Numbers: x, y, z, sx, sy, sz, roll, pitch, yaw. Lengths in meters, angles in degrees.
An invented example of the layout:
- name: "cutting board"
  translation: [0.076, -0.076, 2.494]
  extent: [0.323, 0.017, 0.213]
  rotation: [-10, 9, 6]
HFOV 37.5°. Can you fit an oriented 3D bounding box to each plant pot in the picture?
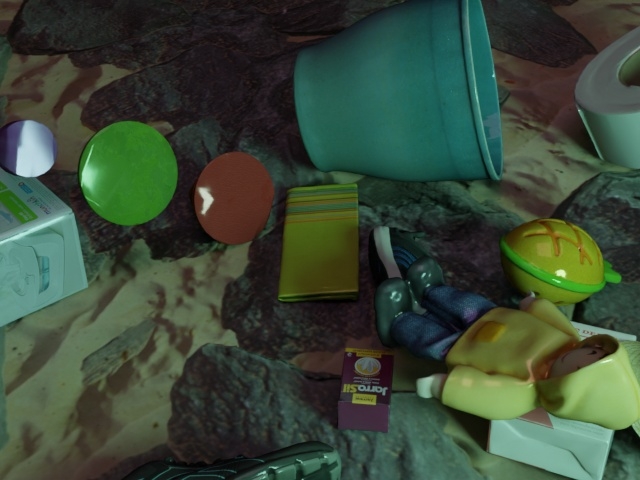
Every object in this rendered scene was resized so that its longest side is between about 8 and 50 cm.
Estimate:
- name: "plant pot"
  translation: [0.106, -0.201, 1.315]
  extent: [0.255, 0.272, 0.272]
  rotation: [-7, 34, 16]

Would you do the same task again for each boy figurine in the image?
- name: "boy figurine"
  translation: [0.172, 0.107, 0.905]
  extent: [0.177, 0.092, 0.285]
  rotation: [-28, 30, -27]

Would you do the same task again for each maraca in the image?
- name: "maraca"
  translation: [0.286, 0.024, 1.123]
  extent: [0.185, 0.099, 0.127]
  rotation: [-3, 35, -49]

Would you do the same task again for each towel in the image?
- name: "towel"
  translation: [0.000, 0.000, 1.229]
  extent: [0.102, 0.021, 0.237]
  rotation: [-5, 36, 5]

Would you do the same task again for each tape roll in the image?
- name: "tape roll"
  translation: [0.513, -0.224, 1.348]
  extent: [0.286, 0.100, 0.286]
  rotation: [-27, 27, 15]

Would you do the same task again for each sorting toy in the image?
- name: "sorting toy"
  translation: [-0.243, -0.082, 1.205]
  extent: [0.365, 0.127, 0.126]
  rotation: [12, -2, -34]

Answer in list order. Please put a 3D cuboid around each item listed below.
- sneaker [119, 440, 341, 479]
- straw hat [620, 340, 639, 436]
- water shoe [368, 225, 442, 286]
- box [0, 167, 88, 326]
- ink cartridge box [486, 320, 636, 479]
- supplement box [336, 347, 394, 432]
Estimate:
- name: "sneaker"
  translation: [-0.110, 0.228, 0.845]
  extent: [0.267, 0.101, 0.106]
  rotation: [-17, 36, -21]
- name: "straw hat"
  translation: [0.354, 0.146, 0.916]
  extent: [0.144, 0.061, 0.144]
  rotation: [20, 47, -23]
- name: "water shoe"
  translation: [0.109, 0.044, 1.117]
  extent: [0.080, 0.073, 0.203]
  rotation: [-3, 36, -6]
- name: "box"
  translation: [-0.456, -0.004, 1.155]
  extent: [0.231, 0.127, 0.262]
  rotation: [-28, 44, -31]
- name: "ink cartridge box"
  translation: [0.255, 0.145, 0.975]
  extent: [0.115, 0.067, 0.198]
  rotation: [13, 38, 20]
- name: "supplement box"
  translation: [0.048, 0.156, 0.988]
  extent: [0.055, 0.043, 0.083]
  rotation: [4, 37, 5]
